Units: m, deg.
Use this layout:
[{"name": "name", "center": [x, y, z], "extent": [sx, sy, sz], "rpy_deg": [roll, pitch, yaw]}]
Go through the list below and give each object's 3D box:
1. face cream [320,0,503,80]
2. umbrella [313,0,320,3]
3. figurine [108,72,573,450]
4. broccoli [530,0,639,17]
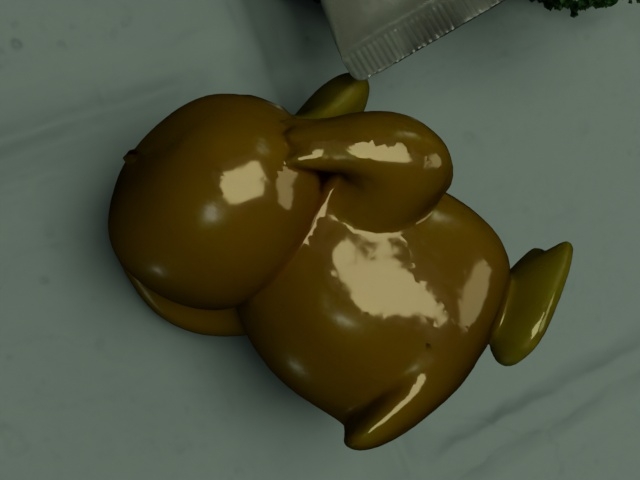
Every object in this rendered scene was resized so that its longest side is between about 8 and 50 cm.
[{"name": "face cream", "center": [0.008, -0.257, 0.723], "extent": [0.143, 0.089, 0.314], "rpy_deg": [-30, 80, 3]}, {"name": "umbrella", "center": [-0.050, -0.203, 0.756], "extent": [0.250, 0.052, 0.053], "rpy_deg": [25, 41, -21]}, {"name": "figurine", "center": [0.004, 0.009, 0.692], "extent": [0.215, 0.215, 0.228], "rpy_deg": [-39, 89, -23]}, {"name": "broccoli", "center": [0.171, -0.261, 0.783], "extent": [0.241, 0.261, 0.269], "rpy_deg": [45, 41, -43]}]
